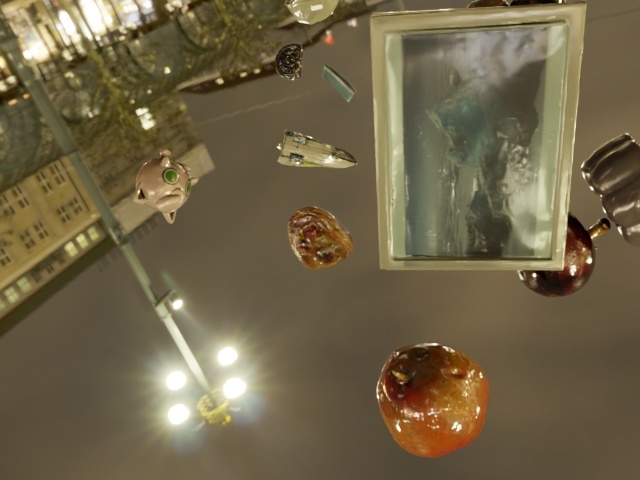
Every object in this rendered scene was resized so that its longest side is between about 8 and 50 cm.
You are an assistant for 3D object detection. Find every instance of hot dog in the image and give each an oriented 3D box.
[{"bbox_3d":[0.002,-0.003,1.871,0.160,0.227,0.099,-33,-142,17],"label":"hot dog"}]

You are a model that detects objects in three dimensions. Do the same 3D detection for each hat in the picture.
[{"bbox_3d":[0.012,-0.629,1.736,0.166,0.144,0.173,-37,-138,0],"label":"hat"}]

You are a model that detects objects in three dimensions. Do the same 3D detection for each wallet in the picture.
[{"bbox_3d":[0.059,-0.502,2.097,0.026,0.129,0.088,-46,-179,-9],"label":"wallet"}]

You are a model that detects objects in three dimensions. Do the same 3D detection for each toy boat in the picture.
[{"bbox_3d":[-0.006,-0.212,1.627,0.210,0.085,0.066,11,178,-16],"label":"toy boat"}]

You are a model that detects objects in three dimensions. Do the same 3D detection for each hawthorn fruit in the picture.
[{"bbox_3d":[0.254,0.361,1.584,0.277,0.298,0.277,-26,-137,27],"label":"hawthorn fruit"}]

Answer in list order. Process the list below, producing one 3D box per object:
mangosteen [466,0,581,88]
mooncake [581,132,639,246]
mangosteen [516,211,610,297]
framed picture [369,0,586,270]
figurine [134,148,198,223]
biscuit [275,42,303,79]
[{"bbox_3d":[0.470,-0.431,1.662,0.382,0.382,0.435,7,-118,47],"label":"mangosteen"},{"bbox_3d":[0.785,-0.120,1.664,0.154,0.306,0.306,-35,-161,24],"label":"mooncake"},{"bbox_3d":[0.616,0.015,1.679,0.261,0.236,0.235,-23,-155,-1],"label":"mangosteen"},{"bbox_3d":[0.251,-0.153,1.092,0.325,0.447,0.028,0,-155,10],"label":"framed picture"},{"bbox_3d":[-0.336,-0.119,1.426,0.125,0.125,0.138,-2,-117,38],"label":"figurine"},{"bbox_3d":[-0.071,-0.439,1.621,0.087,0.089,0.027,-41,162,9],"label":"biscuit"}]
